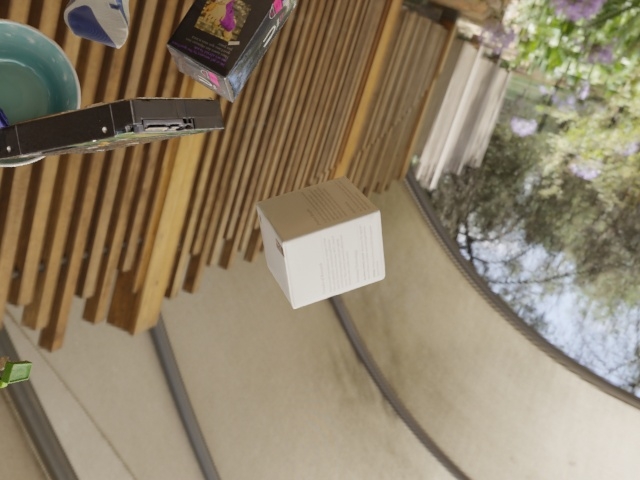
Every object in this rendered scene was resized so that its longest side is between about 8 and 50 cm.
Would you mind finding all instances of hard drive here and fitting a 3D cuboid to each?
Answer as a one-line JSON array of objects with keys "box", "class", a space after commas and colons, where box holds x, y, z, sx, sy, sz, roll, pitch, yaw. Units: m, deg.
[{"box": [-0.377, -0.201, 1.313, 0.339, 0.064, 0.237, -4, -172, 31], "class": "hard drive"}]

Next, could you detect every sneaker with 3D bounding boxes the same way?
[{"box": [-0.382, -0.507, 1.334, 0.128, 0.182, 0.315, 18, 155, -5], "class": "sneaker"}]

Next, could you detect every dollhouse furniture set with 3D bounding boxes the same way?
[{"box": [-0.607, 0.222, 1.335, 0.152, 0.076, 0.058, 16, 179, 16], "class": "dollhouse furniture set"}]

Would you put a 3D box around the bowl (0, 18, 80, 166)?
[{"box": [-0.697, -0.317, 1.623, 0.312, 0.311, 0.163, 11, 180, -21], "class": "bowl"}]

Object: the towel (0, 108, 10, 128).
[{"box": [-0.748, -0.211, 1.329, 0.308, 0.227, 0.076, -27, -130, -10], "class": "towel"}]

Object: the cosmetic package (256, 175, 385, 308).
[{"box": [0.000, 0.000, 1.327, 0.184, 0.151, 0.151, -18, -145, -14], "class": "cosmetic package"}]

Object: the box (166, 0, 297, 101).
[{"box": [-0.175, -0.449, 1.511, 0.143, 0.270, 0.165, 31, 175, 2], "class": "box"}]
